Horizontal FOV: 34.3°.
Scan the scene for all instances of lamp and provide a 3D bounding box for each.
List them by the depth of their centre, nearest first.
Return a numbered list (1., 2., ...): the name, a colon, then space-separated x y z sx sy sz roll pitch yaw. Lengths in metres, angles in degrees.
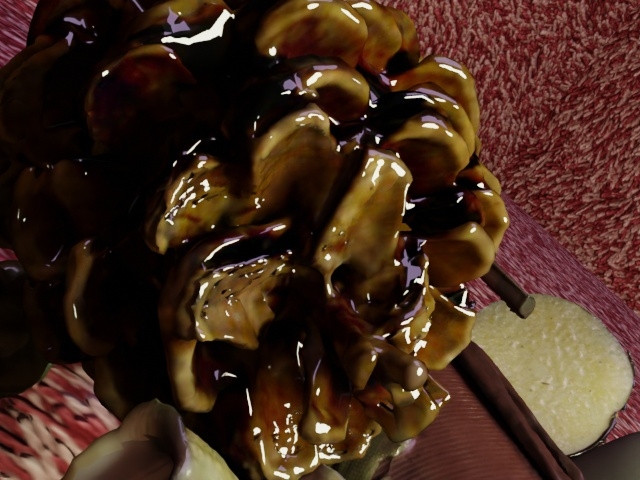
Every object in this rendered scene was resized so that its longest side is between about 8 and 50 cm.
1. lamp: 0.062 0.158 0.557 0.180 0.180 0.258 28 15 -36

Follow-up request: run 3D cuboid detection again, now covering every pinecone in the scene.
1. pinecone: -0.032 -0.018 0.472 0.243 0.243 0.257 36 -2 -11

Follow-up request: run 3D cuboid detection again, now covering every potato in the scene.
1. potato: 0.233 0.168 1.115 0.117 0.182 0.202 89 -24 -47

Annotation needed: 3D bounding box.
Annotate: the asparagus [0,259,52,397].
1. asparagus: -0.165 0.045 0.575 0.080 0.080 0.287 40 14 8

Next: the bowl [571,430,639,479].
1. bowl: 0.331 0.267 0.746 0.354 0.185 0.354 46 13 -14

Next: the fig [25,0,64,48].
1. fig: -0.153 -0.136 1.046 0.217 0.217 0.321 45 -8 26

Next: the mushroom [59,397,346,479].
1. mushroom: -0.021 0.179 0.291 0.267 0.189 0.164 9 -46 53

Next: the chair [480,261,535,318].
1. chair: 0.000 0.000 0.923 0.176 0.183 0.326 26 19 -45
